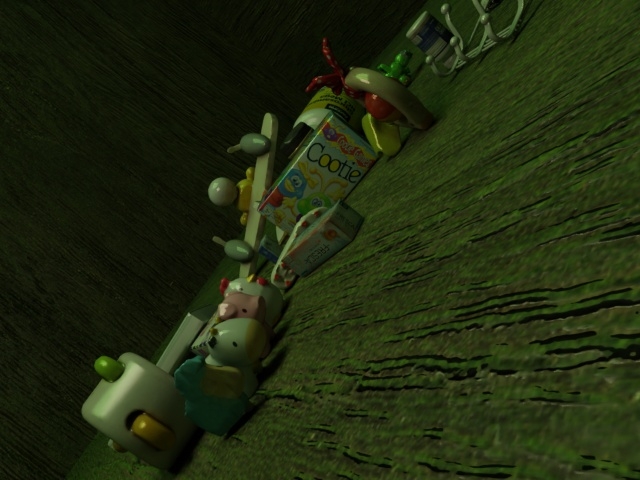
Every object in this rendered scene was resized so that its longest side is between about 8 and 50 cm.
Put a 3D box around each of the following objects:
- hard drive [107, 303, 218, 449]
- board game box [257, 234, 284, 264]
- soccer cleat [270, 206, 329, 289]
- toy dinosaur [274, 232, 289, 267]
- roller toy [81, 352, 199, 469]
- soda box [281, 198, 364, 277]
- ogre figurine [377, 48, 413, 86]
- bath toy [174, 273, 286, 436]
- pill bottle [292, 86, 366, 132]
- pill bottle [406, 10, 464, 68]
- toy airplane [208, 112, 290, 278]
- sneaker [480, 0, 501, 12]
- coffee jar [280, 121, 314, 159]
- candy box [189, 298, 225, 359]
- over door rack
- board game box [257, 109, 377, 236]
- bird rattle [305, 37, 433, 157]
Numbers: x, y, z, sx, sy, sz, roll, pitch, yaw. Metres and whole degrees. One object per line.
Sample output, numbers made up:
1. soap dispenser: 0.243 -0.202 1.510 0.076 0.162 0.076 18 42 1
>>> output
1. hard drive: -0.371 0.324 1.393 0.353 0.047 0.233 -57 -3 0
2. board game box: -0.094 0.032 1.251 0.020 0.090 0.090 -51 10 13
3. soccer cleat: -0.043 0.013 1.167 0.196 0.068 0.076 -56 8 -6
4. toy dinosaur: -0.073 -0.037 1.471 0.211 0.064 0.112 -50 12 14
5. roller toy: -0.309 0.306 0.997 0.146 0.209 0.191 -56 -24 -23
6. soda box: 0.000 0.000 1.038 0.183 0.058 0.063 -39 17 50
7. ogre figurine: 0.204 -0.463 1.616 0.197 0.097 0.118 -40 0 5
8. bath toy: -0.139 0.152 0.942 0.151 0.129 0.348 -49 10 20
9. pill bottle: 0.022 -0.332 1.701 0.188 0.188 0.334 -45 13 35
10. pill bottle: 0.249 -0.428 1.217 0.067 0.120 0.067 -50 11 13
11. toy airplane: -0.195 -0.120 1.666 0.384 0.272 0.386 114 162 -53
12. sneaker: 0.378 -0.529 1.243 0.083 0.032 0.037 -40 16 52
13. coffee jar: -0.008 -0.212 1.431 0.096 0.184 0.079 -57 11 -23
14. candy box: -0.199 0.186 1.246 0.165 0.070 0.196 -57 11 -25
15. over door rack: 0.333 -0.471 1.037 0.324 0.108 0.239 -53 11 -7
16. board game box: -0.005 -0.147 1.320 0.275 0.144 0.142 -51 11 13
17. bird rattle: 0.106 -0.277 1.057 0.143 0.253 0.207 -54 34 -7
